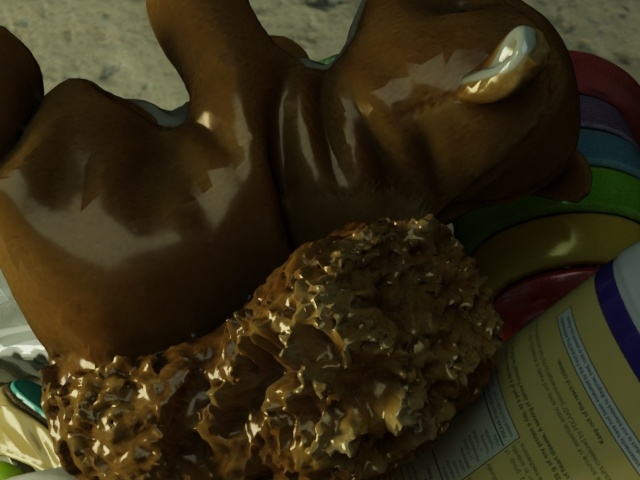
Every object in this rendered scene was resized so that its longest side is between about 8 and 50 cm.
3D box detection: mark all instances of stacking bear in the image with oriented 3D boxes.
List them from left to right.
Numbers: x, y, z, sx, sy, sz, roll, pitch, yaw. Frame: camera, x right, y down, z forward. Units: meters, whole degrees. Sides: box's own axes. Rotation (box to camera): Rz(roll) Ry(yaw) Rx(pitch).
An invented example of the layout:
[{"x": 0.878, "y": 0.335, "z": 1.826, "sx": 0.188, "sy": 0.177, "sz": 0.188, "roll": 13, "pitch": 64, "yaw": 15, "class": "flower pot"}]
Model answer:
[{"x": 0.179, "y": 0.021, "z": 1.249, "sx": 0.175, "sy": 0.164, "sz": 0.289, "roll": -10, "pitch": 61, "yaw": 8, "class": "stacking bear"}]

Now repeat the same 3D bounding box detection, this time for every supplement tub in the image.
[{"x": 0.155, "y": 0.181, "z": 1.047, "sx": 0.331, "sy": 0.241, "sz": 0.241, "roll": -39, "pitch": 54, "yaw": 18, "class": "supplement tub"}]

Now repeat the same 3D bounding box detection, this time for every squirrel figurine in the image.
[{"x": 0.000, "y": 0.000, "z": 1.072, "sx": 0.371, "sy": 0.281, "sz": 0.397, "roll": -17, "pitch": 55, "yaw": 5, "class": "squirrel figurine"}]

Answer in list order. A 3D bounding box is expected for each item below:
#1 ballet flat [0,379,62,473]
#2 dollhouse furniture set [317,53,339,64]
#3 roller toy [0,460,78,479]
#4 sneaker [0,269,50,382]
[{"x": -0.165, "y": 0.187, "z": 1.288, "sx": 0.232, "sy": 0.080, "sz": 0.073, "roll": 29, "pitch": 97, "yaw": 30, "class": "ballet flat"}, {"x": -0.024, "y": -0.046, "z": 1.328, "sx": 0.198, "sy": 0.151, "sz": 0.301, "roll": -16, "pitch": 58, "yaw": 7, "class": "dollhouse furniture set"}, {"x": -0.156, "y": 0.251, "z": 1.163, "sx": 0.191, "sy": 0.146, "sz": 0.209, "roll": -5, "pitch": 87, "yaw": 27, "class": "roller toy"}, {"x": -0.267, "y": 0.054, "z": 1.361, "sx": 0.281, "sy": 0.105, "sz": 0.115, "roll": 0, "pitch": 67, "yaw": 9, "class": "sneaker"}]
